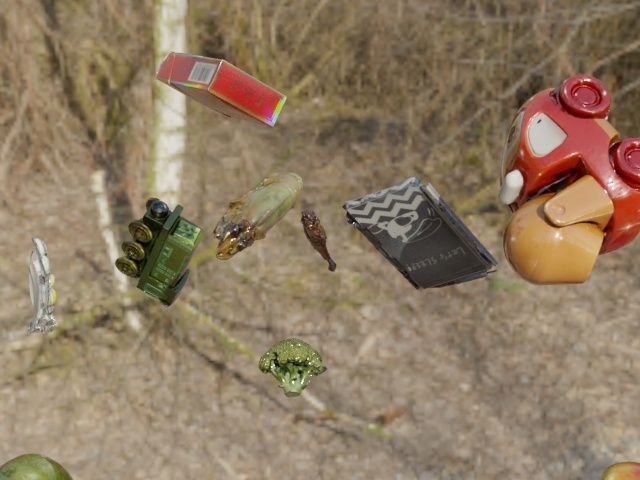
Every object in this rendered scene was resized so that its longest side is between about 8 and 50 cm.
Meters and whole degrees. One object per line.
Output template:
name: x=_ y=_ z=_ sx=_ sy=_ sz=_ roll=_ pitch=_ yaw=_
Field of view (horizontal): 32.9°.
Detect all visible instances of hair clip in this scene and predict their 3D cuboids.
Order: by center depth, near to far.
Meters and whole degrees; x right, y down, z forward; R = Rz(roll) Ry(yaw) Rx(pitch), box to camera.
hair clip: x=-0.525 y=0.088 z=2.015 sx=0.049 sy=0.172 sz=0.116 roll=1 pitch=-23 yaw=-32

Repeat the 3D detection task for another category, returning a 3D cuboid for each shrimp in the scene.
shrimp: x=-0.112 y=-0.036 z=1.651 sx=0.145 sy=0.061 sz=0.267 roll=-20 pitch=22 yaw=25

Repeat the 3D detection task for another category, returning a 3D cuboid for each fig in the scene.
fig: x=-0.323 y=0.317 z=1.248 sx=0.156 sy=0.123 sz=0.123 roll=15 pitch=26 yaw=40

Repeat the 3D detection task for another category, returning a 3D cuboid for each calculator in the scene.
calculator: x=0.169 y=-0.003 z=1.802 sx=0.165 sy=0.274 sz=0.028 roll=-17 pitch=47 yaw=30

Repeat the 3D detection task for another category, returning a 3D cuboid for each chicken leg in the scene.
chicken leg: x=-0.002 y=-0.003 z=1.908 sx=0.037 sy=0.145 sz=0.062 roll=-30 pitch=51 yaw=-5

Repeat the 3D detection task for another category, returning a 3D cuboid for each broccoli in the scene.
broccoli: x=-0.060 y=0.261 z=2.236 sx=0.130 sy=0.131 sz=0.120 roll=-7 pitch=62 yaw=11

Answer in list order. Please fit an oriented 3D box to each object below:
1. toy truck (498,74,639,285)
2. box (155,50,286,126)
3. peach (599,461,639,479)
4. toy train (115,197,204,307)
toy truck: x=0.321 y=-0.070 z=1.482 sx=0.239 sy=0.189 sz=0.265 roll=-26 pitch=64 yaw=-20
box: x=-0.137 y=-0.204 z=1.457 sx=0.112 sy=0.048 sz=0.175 roll=26 pitch=-2 yaw=-32
peach: x=0.559 y=0.494 z=1.914 sx=0.192 sy=0.190 sz=0.190 roll=34 pitch=31 yaw=11
toy train: x=-0.300 y=0.018 z=2.042 sx=0.137 sy=0.225 sz=0.090 roll=30 pitch=49 yaw=-2
